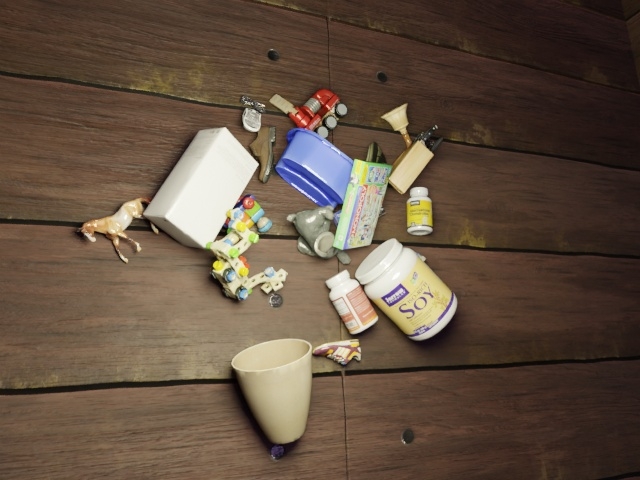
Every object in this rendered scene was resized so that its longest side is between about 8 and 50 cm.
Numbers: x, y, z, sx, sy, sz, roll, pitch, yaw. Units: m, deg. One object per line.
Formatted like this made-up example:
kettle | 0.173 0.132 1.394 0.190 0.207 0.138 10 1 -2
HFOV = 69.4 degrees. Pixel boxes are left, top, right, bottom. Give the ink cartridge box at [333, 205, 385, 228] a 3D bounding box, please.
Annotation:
ink cartridge box | 0.151 -0.103 1.831 0.207 0.046 0.097 -30 88 -25

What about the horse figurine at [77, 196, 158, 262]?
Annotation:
horse figurine | -0.621 -0.057 1.507 0.174 0.066 0.263 46 66 -11

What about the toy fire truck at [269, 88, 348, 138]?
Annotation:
toy fire truck | -0.055 -0.515 1.815 0.246 0.158 0.217 44 66 -17

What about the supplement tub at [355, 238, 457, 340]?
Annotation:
supplement tub | 0.314 0.179 1.711 0.331 0.241 0.241 45 66 -8

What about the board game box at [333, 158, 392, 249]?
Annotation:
board game box | 0.156 -0.130 1.689 0.213 0.046 0.317 -9 117 -56

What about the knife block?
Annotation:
knife block | 0.389 -0.337 1.862 0.088 0.242 0.276 40 32 -8

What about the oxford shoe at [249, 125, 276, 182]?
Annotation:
oxford shoe | -0.220 -0.322 1.733 0.096 0.083 0.227 3 73 -4

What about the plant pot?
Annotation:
plant pot | -0.134 0.491 1.482 0.256 0.256 0.274 -12 98 -24

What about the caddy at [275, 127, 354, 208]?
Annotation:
caddy | 0.002 -0.272 1.711 0.341 0.241 0.179 36 73 -10

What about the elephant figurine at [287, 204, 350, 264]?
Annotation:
elephant figurine | 0.000 0.000 1.698 0.186 0.169 0.239 -11 97 5

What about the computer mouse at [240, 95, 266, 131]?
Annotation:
computer mouse | -0.261 -0.464 1.738 0.106 0.042 0.193 21 45 -21

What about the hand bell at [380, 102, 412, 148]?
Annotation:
hand bell | 0.368 -0.453 1.989 0.126 0.126 0.242 -35 103 -25

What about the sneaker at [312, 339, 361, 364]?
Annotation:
sneaker | 0.062 0.406 1.655 0.185 0.069 0.084 -4 73 -21

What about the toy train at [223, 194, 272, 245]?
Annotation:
toy train | -0.294 -0.033 1.622 0.248 0.105 0.143 -48 114 -15

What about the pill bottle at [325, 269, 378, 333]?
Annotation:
pill bottle | 0.109 0.222 1.691 0.121 0.121 0.216 -29 88 -25

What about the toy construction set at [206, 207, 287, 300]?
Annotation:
toy construction set | -0.255 0.073 1.547 0.328 0.151 0.215 56 52 -34

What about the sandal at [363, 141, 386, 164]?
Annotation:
sandal | 0.192 -0.281 1.860 0.120 0.086 0.303 48 48 -36

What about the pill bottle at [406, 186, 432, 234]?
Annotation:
pill bottle | 0.407 -0.120 1.904 0.103 0.103 0.184 7 74 -20

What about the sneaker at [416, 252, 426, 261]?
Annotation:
sneaker | 0.362 0.100 1.865 0.135 0.052 0.058 -40 76 -22

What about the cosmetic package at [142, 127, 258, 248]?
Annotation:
cosmetic package | -0.389 -0.175 1.540 0.197 0.155 0.366 49 60 -41
